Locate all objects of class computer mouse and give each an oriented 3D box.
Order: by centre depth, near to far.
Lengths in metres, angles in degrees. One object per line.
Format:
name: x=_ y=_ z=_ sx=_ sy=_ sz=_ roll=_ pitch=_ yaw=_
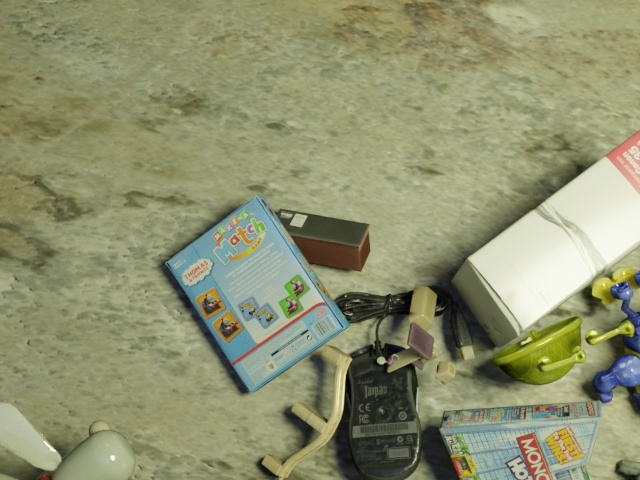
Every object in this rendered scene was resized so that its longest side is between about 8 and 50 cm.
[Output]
computer mouse: x=0.118 y=0.187 z=1.539 sx=0.184 sy=0.060 sz=0.262 roll=-10 pitch=69 yaw=2

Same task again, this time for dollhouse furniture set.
dollhouse furniture set: x=0.125 y=0.127 z=1.524 sx=0.091 sy=0.081 sz=0.114 roll=38 pitch=44 yaw=-26

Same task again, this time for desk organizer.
desk organizer: x=0.000 y=0.000 z=1.571 sx=0.130 sy=0.050 sz=0.047 roll=10 pitch=46 yaw=17

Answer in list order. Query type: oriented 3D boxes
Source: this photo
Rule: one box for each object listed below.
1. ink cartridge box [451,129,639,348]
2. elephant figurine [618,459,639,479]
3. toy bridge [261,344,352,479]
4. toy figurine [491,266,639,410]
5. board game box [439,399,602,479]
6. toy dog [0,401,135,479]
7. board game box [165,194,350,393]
ink cartridge box: x=0.318 y=0.003 z=1.492 sx=0.283 sy=0.207 sz=0.117 roll=-36 pitch=81 yaw=-6
elephant figurine: x=0.481 y=0.410 z=1.459 sx=0.169 sy=0.186 sz=0.239 roll=-17 pitch=109 yaw=31
toy bridge: x=-0.009 y=0.233 z=1.515 sx=0.063 sy=0.026 sz=0.188 roll=31 pitch=94 yaw=35
toy figurine: x=0.428 y=0.160 z=1.475 sx=0.363 sy=0.191 sz=0.217 roll=-28 pitch=102 yaw=-12
board game box: x=0.276 y=0.283 z=1.462 sx=0.194 sy=0.060 sz=0.194 roll=-20 pitch=101 yaw=17
toy dog: x=-0.400 y=0.297 z=1.471 sx=0.334 sy=0.220 sz=0.161 roll=-9 pitch=49 yaw=-9
board game box: x=-0.084 y=0.071 z=1.543 sx=0.160 sy=0.039 sz=0.211 roll=-36 pitch=83 yaw=14
